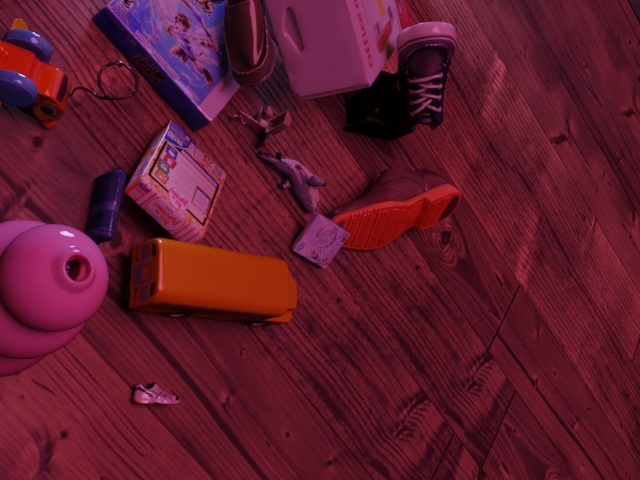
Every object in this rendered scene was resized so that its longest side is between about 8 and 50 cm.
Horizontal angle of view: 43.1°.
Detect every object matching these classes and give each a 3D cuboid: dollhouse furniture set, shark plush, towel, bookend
[{"bbox_3d":[-0.111,-0.249,1.560,0.081,0.114,0.091,31,61,-29],"label":"dollhouse furniture set"},{"bbox_3d":[-0.057,-0.125,1.618,0.161,0.073,0.067,39,84,-35],"label":"shark plush"},{"bbox_3d":[-0.347,-0.054,1.304,0.029,0.067,0.119,24,62,-39],"label":"towel"},{"bbox_3d":[0.126,-0.320,1.835,0.156,0.072,0.157,6,73,-43],"label":"bookend"}]

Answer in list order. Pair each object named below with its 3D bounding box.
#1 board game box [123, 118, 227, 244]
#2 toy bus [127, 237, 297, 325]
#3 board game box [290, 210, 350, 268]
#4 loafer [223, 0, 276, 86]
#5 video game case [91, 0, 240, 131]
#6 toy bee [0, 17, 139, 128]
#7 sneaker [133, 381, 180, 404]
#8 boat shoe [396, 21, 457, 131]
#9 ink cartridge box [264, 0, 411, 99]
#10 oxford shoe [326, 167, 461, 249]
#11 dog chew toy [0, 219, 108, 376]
[{"bbox_3d":[-0.242,-0.100,1.391,0.147,0.045,0.193,46,31,-24],"label":"board game box"},{"bbox_3d":[-0.169,0.077,1.393,0.333,0.130,0.108,12,70,-41],"label":"toy bus"},{"bbox_3d":[0.000,0.000,1.621,0.090,0.020,0.090,32,98,-35],"label":"board game box"},{"bbox_3d":[-0.144,-0.398,1.485,0.087,0.094,0.251,47,30,-64],"label":"loafer"},{"bbox_3d":[-0.247,-0.381,1.503,0.269,0.061,0.244,48,49,-23],"label":"video game case"},{"bbox_3d":[-0.448,-0.225,1.223,0.298,0.162,0.195,34,62,-3],"label":"toy bee"},{"bbox_3d":[-0.265,0.250,1.319,0.083,0.032,0.037,14,69,-42],"label":"sneaker"},{"bbox_3d":[0.224,-0.330,1.691,0.340,0.127,0.158,40,43,-82],"label":"boat shoe"},{"bbox_3d":[0.042,-0.486,1.633,0.384,0.160,0.279,-60,138,-53],"label":"ink cartridge box"},{"bbox_3d":[0.137,-0.078,1.768,0.364,0.130,0.132,-14,52,-37],"label":"oxford shoe"},{"bbox_3d":[-0.389,0.066,1.041,0.207,0.332,0.206,14,69,-40],"label":"dog chew toy"}]
